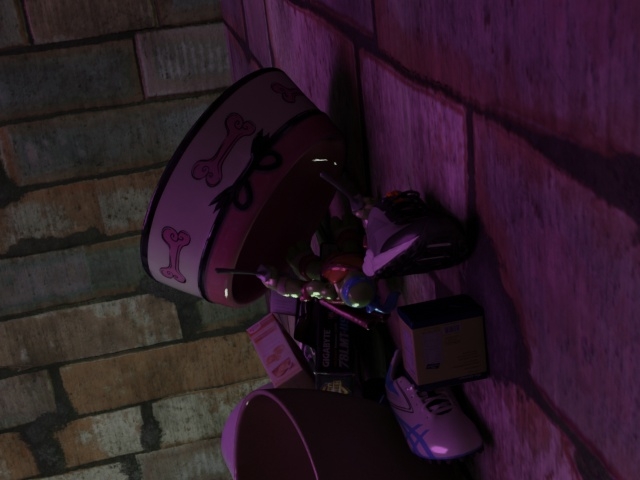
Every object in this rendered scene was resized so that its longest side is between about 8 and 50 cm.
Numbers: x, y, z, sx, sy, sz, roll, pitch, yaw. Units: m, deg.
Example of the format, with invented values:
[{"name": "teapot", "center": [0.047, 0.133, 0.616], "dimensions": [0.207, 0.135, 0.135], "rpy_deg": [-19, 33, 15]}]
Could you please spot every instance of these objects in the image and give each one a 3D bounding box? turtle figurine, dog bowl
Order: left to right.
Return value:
[{"name": "dog bowl", "center": [-0.107, -0.068, 1.453], "dimensions": [0.150, 0.408, 0.408], "rpy_deg": [33, 154, 15]}, {"name": "turtle figurine", "center": [0.000, 0.000, 1.365], "dimensions": [0.266, 0.274, 0.198], "rpy_deg": [-132, 66, -80]}]

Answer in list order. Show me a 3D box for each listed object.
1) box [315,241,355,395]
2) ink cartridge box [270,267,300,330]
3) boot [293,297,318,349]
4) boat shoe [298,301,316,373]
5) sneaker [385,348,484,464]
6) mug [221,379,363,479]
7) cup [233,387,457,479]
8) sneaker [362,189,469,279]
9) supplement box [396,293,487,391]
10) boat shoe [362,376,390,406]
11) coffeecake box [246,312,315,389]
[{"name": "box", "center": [0.028, 0.206, 1.565], "dimensions": [0.296, 0.073, 0.293], "rpy_deg": [89, -175, -45]}, {"name": "ink cartridge box", "center": [-0.055, 0.030, 1.850], "dimensions": [0.239, 0.060, 0.275], "rpy_deg": [99, 180, -63]}, {"name": "boot", "center": [0.025, 0.132, 1.794], "dimensions": [0.106, 0.082, 0.219], "rpy_deg": [28, 118, 24]}, {"name": "boat shoe", "center": [-0.007, 0.205, 2.070], "dimensions": [0.079, 0.084, 0.233], "rpy_deg": [5, 101, 41]}, {"name": "sneaker", "center": [0.134, 0.204, 1.103], "dimensions": [0.237, 0.085, 0.086], "rpy_deg": [-133, 28, -71]}, {"name": "mug", "center": [-0.011, 0.446, 1.829], "dimensions": [0.328, 0.276, 0.374], "rpy_deg": [44, 116, 56]}, {"name": "cup", "center": [0.047, 0.349, 1.215], "dimensions": [0.331, 0.236, 0.331], "rpy_deg": [27, 121, 60]}, {"name": "sneaker", "center": [0.098, -0.011, 1.040], "dimensions": [0.271, 0.100, 0.108], "rpy_deg": [158, 106, -81]}, {"name": "supplement box", "center": [0.136, 0.114, 0.984], "dimensions": [0.056, 0.083, 0.083], "rpy_deg": [-127, 29, -71]}, {"name": "boat shoe", "center": [0.102, 0.322, 1.419], "dimensions": [0.258, 0.089, 0.109], "rpy_deg": [-114, 16, -53]}, {"name": "coffeecake box", "center": [-0.062, 0.255, 1.758], "dimensions": [0.142, 0.068, 0.185], "rpy_deg": [56, 179, -39]}]
